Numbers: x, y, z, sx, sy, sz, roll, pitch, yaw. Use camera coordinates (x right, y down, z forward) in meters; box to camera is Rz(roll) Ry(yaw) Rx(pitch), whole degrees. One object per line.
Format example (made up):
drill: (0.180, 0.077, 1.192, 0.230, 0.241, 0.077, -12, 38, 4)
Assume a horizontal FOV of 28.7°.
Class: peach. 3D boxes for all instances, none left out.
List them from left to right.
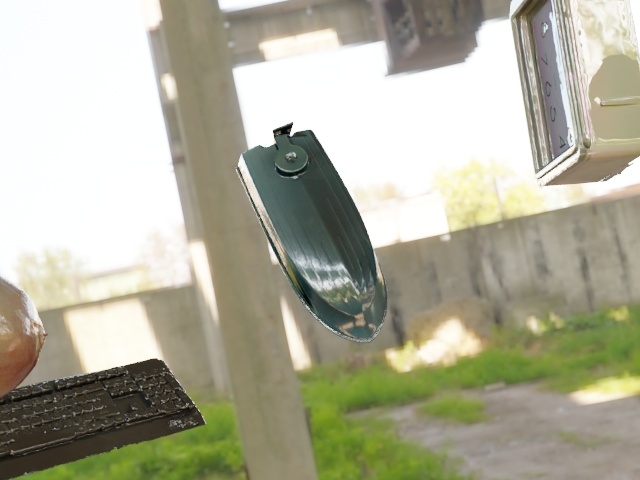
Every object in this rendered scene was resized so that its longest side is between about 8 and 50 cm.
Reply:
peach: (-0.202, 0.057, 0.729, 0.083, 0.083, 0.083, -12, -3, -1)

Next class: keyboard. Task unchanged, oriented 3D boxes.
keyboard: (-0.175, 0.124, 0.890, 0.196, 0.074, 0.015, -9, -48, -42)

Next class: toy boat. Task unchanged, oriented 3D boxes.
toy boat: (0.000, 0.000, 0.736, 0.055, 0.141, 0.060, -21, -29, -12)

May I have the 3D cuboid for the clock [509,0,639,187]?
clock: (0.236, -0.155, 1.151, 0.071, 0.192, 0.147, -6, -8, -7)
